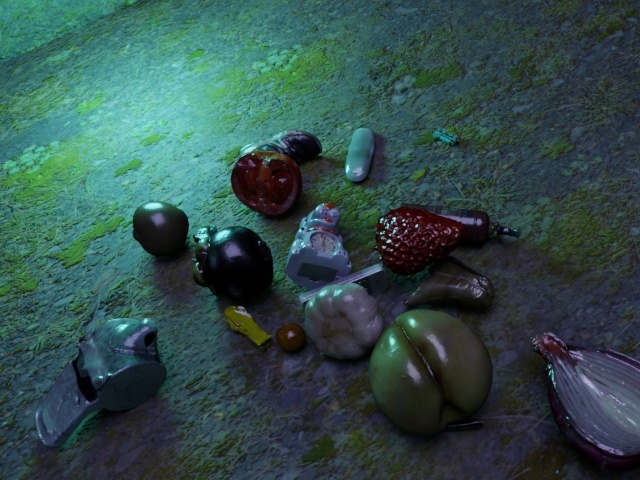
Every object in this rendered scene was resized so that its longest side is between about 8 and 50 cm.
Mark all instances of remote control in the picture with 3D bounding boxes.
[{"bbox_3d":[0.066,0.144,1.588,0.250,0.103,0.034,-20,50,-6],"label":"remote control"},{"bbox_3d":[0.134,-0.300,1.948,0.098,0.045,0.256,1,51,11],"label":"remote control"}]

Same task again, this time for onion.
[{"bbox_3d":[0.615,0.362,1.282,0.267,0.159,0.348,-22,44,-20],"label":"onion"}]

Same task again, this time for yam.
[{"bbox_3d":[0.322,0.442,1.360,0.130,0.033,0.027,-9,79,10],"label":"yam"}]

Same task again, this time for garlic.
[{"bbox_3d":[0.076,0.202,1.521,0.219,0.218,0.212,13,20,20],"label":"garlic"}]

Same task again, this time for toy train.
[{"bbox_3d":[0.428,-0.352,1.940,0.092,0.029,0.045,36,75,30],"label":"toy train"}]

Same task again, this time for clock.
[{"bbox_3d":[0.001,0.000,1.681,0.189,0.188,0.253,-3,47,9],"label":"clock"}]

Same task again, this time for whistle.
[{"bbox_3d":[-0.587,0.366,1.495,0.405,0.188,0.168,-33,54,-13],"label":"whistle"}]

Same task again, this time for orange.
[{"bbox_3d":[-0.080,0.262,1.547,0.085,0.085,0.085,-6,52,7],"label":"orange"}]

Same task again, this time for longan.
[{"bbox_3d":[-0.506,-0.041,1.805,0.189,0.189,0.189,-6,52,7],"label":"longan"}]

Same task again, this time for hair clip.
[{"bbox_3d":[-0.205,0.240,1.603,0.173,0.046,0.072,32,55,28],"label":"hair clip"}]

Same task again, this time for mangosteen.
[{"bbox_3d":[-0.252,0.069,1.638,0.243,0.243,0.242,-6,52,7],"label":"mangosteen"}]

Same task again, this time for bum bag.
[{"bbox_3d":[-0.329,0.018,1.800,0.087,0.049,0.198,-22,47,-36],"label":"bum bag"}]

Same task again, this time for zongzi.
[{"bbox_3d":[0.345,0.146,1.526,0.197,0.099,0.194,-41,40,-15],"label":"zongzi"}]

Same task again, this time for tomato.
[{"bbox_3d":[-0.161,-0.195,1.848,0.233,0.200,0.139,18,25,12],"label":"tomato"}]

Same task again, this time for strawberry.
[{"bbox_3d":[0.274,-0.001,1.530,0.245,0.205,0.205,-9,47,39],"label":"strawberry"}]

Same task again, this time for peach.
[{"bbox_3d":[0.252,0.304,1.347,0.292,0.247,0.292,-24,40,23],"label":"peach"}]

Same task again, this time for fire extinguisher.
[{"bbox_3d":[0.397,-0.041,1.646,0.344,0.138,0.102,8,100,17],"label":"fire extinguisher"}]

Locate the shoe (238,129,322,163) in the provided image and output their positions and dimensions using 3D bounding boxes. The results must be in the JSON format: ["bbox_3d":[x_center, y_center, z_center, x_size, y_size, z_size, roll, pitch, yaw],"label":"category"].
[{"bbox_3d":[-0.137,-0.288,1.947,0.291,0.114,0.137,-14,47,4],"label":"shoe"}]
